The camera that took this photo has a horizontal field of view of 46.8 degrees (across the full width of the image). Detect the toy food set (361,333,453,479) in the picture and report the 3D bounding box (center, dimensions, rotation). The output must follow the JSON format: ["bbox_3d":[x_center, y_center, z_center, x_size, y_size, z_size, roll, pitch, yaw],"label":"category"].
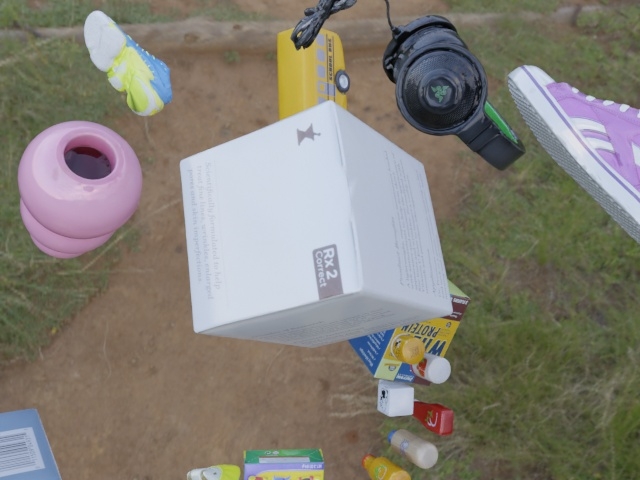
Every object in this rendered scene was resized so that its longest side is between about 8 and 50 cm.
[{"bbox_3d":[0.126,0.251,1.115,0.111,0.104,0.232,0,93,-25],"label":"toy food set"}]

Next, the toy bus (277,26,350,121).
[{"bbox_3d":[-0.015,-0.272,1.569,0.130,0.108,0.332,1,87,-50],"label":"toy bus"}]

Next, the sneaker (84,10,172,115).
[{"bbox_3d":[-0.397,-0.373,1.560,0.240,0.091,0.126,61,30,-4],"label":"sneaker"}]

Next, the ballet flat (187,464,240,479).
[{"bbox_3d":[-0.211,0.437,1.256,0.231,0.077,0.077,-44,116,-55],"label":"ballet flat"}]

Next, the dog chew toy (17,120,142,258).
[{"bbox_3d":[-0.449,-0.071,1.342,0.207,0.332,0.206,12,61,-23],"label":"dog chew toy"}]

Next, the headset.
[{"bbox_3d":[0.149,-0.239,1.128,0.394,0.185,0.243,39,22,-25],"label":"headset"}]

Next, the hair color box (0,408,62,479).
[{"bbox_3d":[-0.421,0.438,0.982,0.114,0.374,0.185,-3,23,-31],"label":"hair color box"}]

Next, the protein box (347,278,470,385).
[{"bbox_3d":[0.162,0.150,1.497,0.136,0.201,0.200,14,17,-26],"label":"protein box"}]

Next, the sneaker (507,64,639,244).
[{"bbox_3d":[0.370,-0.140,0.912,0.161,0.102,0.282,-42,81,6],"label":"sneaker"}]

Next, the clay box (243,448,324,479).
[{"bbox_3d":[-0.062,0.448,1.188,0.128,0.221,0.053,0,10,-7],"label":"clay box"}]

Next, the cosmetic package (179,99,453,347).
[{"bbox_3d":[0.000,0.000,0.629,0.184,0.152,0.151,21,56,-57],"label":"cosmetic package"}]
